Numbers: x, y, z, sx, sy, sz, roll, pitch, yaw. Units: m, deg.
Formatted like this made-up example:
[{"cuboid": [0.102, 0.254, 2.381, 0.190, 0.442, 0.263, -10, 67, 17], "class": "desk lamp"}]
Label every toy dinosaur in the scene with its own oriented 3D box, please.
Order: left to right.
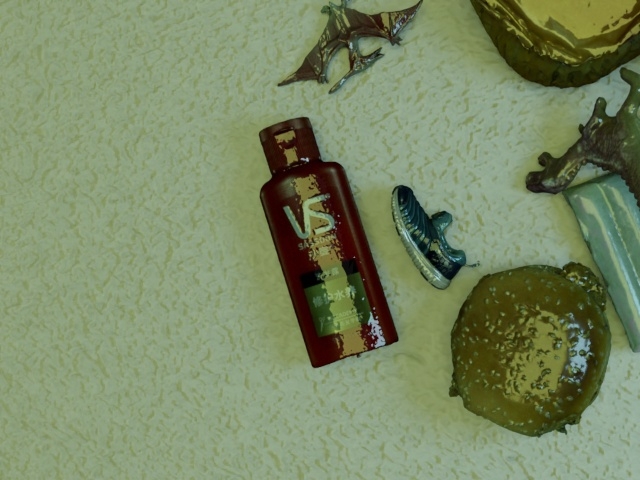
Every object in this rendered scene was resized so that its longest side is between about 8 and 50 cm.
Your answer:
[{"cuboid": [0.034, -0.260, 1.295, 0.220, 0.032, 0.108, -26, 88, 19], "class": "toy dinosaur"}, {"cuboid": [0.357, -0.088, 1.154, 0.251, 0.072, 0.199, 38, 96, 44], "class": "toy dinosaur"}]

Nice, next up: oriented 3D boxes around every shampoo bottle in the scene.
[{"cuboid": [0.000, 0.000, 1.272, 0.118, 0.076, 0.314, -18, 85, 13], "class": "shampoo bottle"}]

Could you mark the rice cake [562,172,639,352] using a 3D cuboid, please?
[{"cuboid": [0.377, 0.027, 1.217, 0.085, 0.040, 0.226, -22, 84, 8], "class": "rice cake"}]

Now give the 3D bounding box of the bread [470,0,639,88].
[{"cuboid": [0.294, -0.316, 1.193, 0.227, 0.142, 0.253, -38, 85, 7], "class": "bread"}]

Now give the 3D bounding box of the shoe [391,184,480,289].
[{"cuboid": [0.136, -0.010, 1.253, 0.071, 0.064, 0.143, -32, 86, 10], "class": "shoe"}]

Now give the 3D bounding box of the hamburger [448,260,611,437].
[{"cuboid": [0.255, 0.120, 1.198, 0.189, 0.122, 0.215, 19, 90, 13], "class": "hamburger"}]
